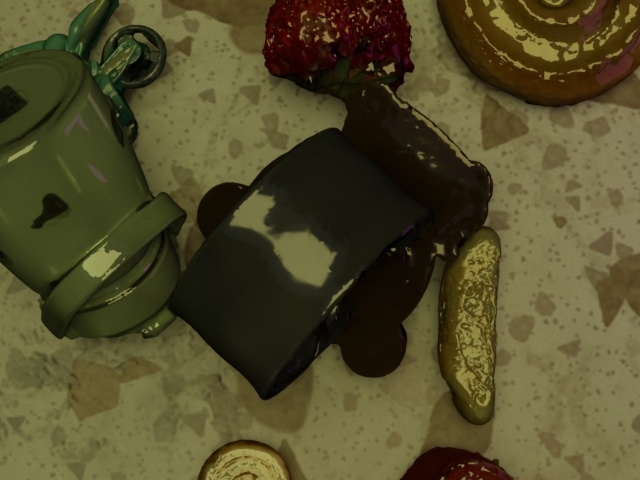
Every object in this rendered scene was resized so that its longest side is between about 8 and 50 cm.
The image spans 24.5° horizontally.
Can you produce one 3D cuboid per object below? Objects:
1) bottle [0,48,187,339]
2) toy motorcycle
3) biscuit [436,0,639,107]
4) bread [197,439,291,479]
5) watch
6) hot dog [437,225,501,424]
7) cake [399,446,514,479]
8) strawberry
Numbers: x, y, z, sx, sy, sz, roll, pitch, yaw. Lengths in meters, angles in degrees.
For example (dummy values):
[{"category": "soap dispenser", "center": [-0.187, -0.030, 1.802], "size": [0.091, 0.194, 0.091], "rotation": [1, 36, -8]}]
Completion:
[{"category": "bottle", "center": [-0.277, -0.018, 1.678], "size": [0.229, 0.229, 0.351], "rotation": [-28, 127, -2]}, {"category": "toy motorcycle", "center": [-0.328, -0.174, 1.825], "size": [0.296, 0.109, 0.198], "rotation": [-45, 76, -1]}, {"category": "biscuit", "center": [0.292, -0.316, 1.829], "size": [0.296, 0.102, 0.296], "rotation": [0, 83, -2]}, {"category": "bread", "center": [-0.090, 0.316, 1.775], "size": [0.122, 0.073, 0.149], "rotation": [-3, 84, -2]}, {"category": "watch", "center": [0.000, 0.000, 1.651], "size": [0.314, 0.327, 0.335], "rotation": [43, 107, 7]}, {"category": "hot dog", "center": [0.178, 0.102, 1.792], "size": [0.073, 0.084, 0.242], "rotation": [3, 84, 5]}, {"category": "cake", "center": [0.140, 0.383, 1.732], "size": [0.177, 0.151, 0.283], "rotation": [39, 86, -8]}, {"category": "strawberry", "center": [0.022, -0.266, 1.791], "size": [0.187, 0.184, 0.201], "rotation": [0, 74, -3]}]
